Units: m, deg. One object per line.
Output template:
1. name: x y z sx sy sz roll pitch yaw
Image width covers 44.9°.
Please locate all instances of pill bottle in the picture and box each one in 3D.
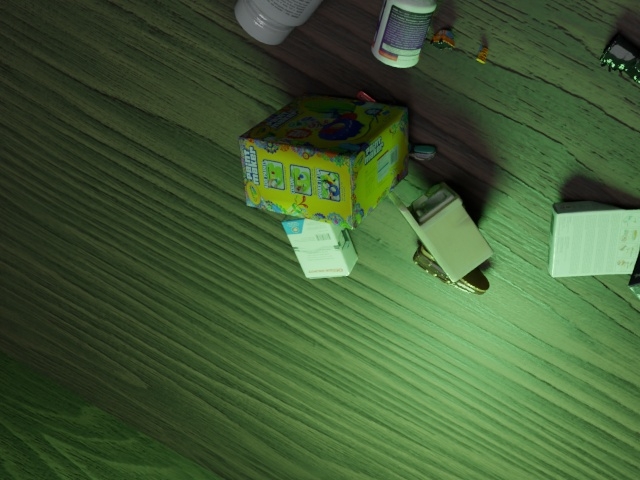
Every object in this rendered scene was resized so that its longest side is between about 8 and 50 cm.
1. pill bottle: 0.180 -0.471 1.616 0.108 0.108 0.194 22 132 7
2. pill bottle: -0.056 -0.556 1.624 0.160 0.160 0.283 40 131 -8

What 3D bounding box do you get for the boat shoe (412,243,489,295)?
1. boat shoe: 0.335 0.079 1.996 0.207 0.073 0.073 35 134 6

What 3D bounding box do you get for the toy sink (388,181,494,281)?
1. toy sink: 0.286 -0.046 1.841 0.131 0.153 0.234 -37 108 4

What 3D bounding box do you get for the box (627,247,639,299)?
1. box: 0.819 0.063 1.562 0.312 0.343 0.179 45 141 -13

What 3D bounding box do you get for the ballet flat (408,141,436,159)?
1. ballet flat: 0.219 -0.211 1.846 0.114 0.041 0.041 13 129 16

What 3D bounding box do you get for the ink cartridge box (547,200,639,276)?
1. ink cartridge box: 0.656 -0.005 1.809 0.232 0.066 0.189 -5 125 3

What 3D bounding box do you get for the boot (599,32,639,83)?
1. boot: 0.623 -0.376 1.530 0.099 0.045 0.121 34 132 2

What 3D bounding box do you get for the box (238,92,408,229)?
1. box: 0.015 -0.189 1.754 0.279 0.290 0.177 13 125 26

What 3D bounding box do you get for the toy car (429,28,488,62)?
1. toy car: 0.298 -0.419 1.663 0.122 0.060 0.041 20 89 -12

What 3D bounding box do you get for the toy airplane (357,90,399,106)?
1. toy airplane: 0.135 -0.283 1.834 0.151 0.028 0.151 15 127 21

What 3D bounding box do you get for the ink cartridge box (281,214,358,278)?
1. ink cartridge box: 0.000 0.000 2.079 0.139 0.082 0.191 -6 124 29
